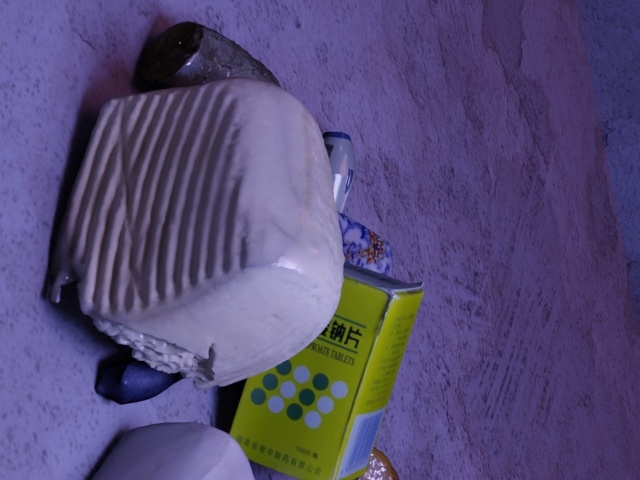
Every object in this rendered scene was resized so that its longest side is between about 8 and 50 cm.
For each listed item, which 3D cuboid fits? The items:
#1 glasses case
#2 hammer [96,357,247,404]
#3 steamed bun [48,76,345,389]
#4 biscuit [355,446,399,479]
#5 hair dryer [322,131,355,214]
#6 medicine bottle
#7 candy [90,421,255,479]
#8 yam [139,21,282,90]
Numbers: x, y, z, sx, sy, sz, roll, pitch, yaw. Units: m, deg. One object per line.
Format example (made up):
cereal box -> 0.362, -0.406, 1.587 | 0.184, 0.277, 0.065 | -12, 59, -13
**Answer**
glasses case -> 0.000, 0.000, 1.755 | 0.248, 0.065, 0.087 | 24, 82, -43
hammer -> -0.147, 0.127, 1.517 | 0.290, 0.037, 0.137 | -10, 93, -62
steamed bun -> -0.093, -0.001, 1.434 | 0.272, 0.273, 0.290 | 38, 46, -59
biscuit -> 0.080, 0.372, 1.851 | 0.118, 0.061, 0.183 | 34, 54, -56
hair dryer -> -0.023, -0.057, 1.789 | 0.199, 0.067, 0.167 | -8, 96, -51
medicine bottle -> 0.010, 0.147, 1.585 | 0.141, 0.137, 0.250 | 4, 105, -69
candy -> -0.172, 0.357, 1.302 | 0.359, 0.145, 0.208 | -54, 129, -51
yam -> -0.123, -0.183, 1.580 | 0.183, 0.107, 0.107 | 31, 57, -54
